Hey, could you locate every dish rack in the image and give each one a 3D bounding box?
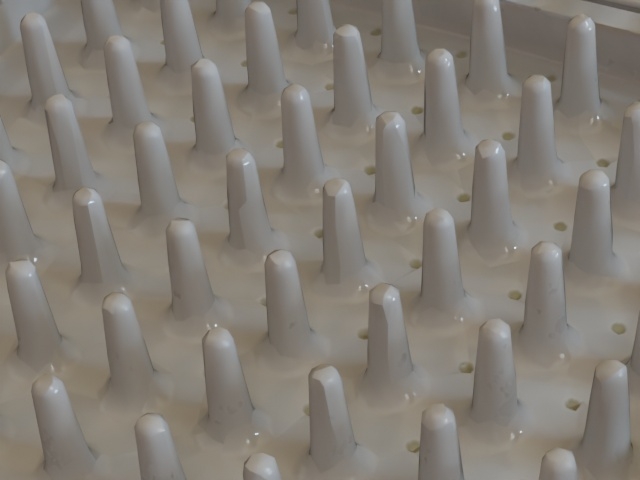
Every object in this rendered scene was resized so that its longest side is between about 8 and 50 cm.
[{"bbox_3d":[0.000,0.000,0.440,0.285,0.333,0.072,18,-43,23],"label":"dish rack"}]
